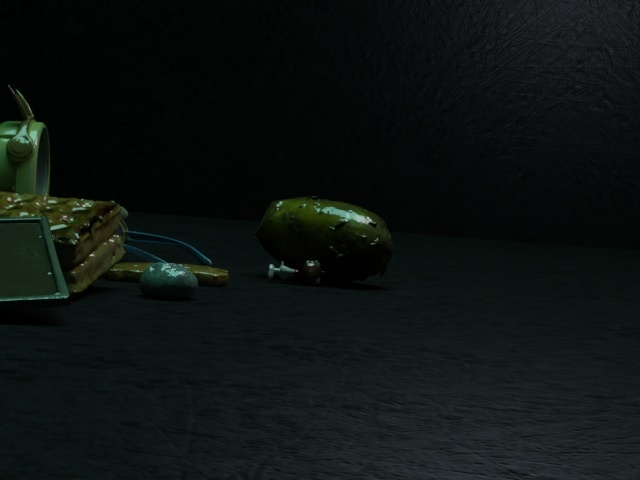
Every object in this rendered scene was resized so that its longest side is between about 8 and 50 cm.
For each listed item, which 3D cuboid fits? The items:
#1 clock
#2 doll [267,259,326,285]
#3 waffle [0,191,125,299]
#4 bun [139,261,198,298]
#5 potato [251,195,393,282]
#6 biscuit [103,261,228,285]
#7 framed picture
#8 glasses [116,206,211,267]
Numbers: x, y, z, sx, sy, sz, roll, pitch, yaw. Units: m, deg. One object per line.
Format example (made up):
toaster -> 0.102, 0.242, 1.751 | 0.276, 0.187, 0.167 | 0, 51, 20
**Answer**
clock -> -0.447, -0.113, 1.939 | 0.069, 0.232, 0.170 | 2, 3, -3
doll -> -0.038, 0.048, 2.003 | 0.085, 0.040, 0.058 | 7, -10, -14
waffle -> -0.429, -0.001, 1.695 | 0.307, 0.091, 0.213 | 5, 16, 8
bun -> -0.199, 0.052, 1.700 | 0.083, 0.045, 0.083 | 8, 0, 0
potato -> 0.000, 0.000, 2.061 | 0.251, 0.113, 0.149 | 6, -40, 27
biscuit -> -0.224, 0.047, 1.920 | 0.184, 0.027, 0.133 | 4, 5, 7
framed picture -> -0.387, 0.023, 1.454 | 0.189, 0.023, 0.260 | -4, 21, -17
glasses -> -0.309, 0.026, 2.111 | 0.220, 0.088, 0.189 | 28, 13, 24
